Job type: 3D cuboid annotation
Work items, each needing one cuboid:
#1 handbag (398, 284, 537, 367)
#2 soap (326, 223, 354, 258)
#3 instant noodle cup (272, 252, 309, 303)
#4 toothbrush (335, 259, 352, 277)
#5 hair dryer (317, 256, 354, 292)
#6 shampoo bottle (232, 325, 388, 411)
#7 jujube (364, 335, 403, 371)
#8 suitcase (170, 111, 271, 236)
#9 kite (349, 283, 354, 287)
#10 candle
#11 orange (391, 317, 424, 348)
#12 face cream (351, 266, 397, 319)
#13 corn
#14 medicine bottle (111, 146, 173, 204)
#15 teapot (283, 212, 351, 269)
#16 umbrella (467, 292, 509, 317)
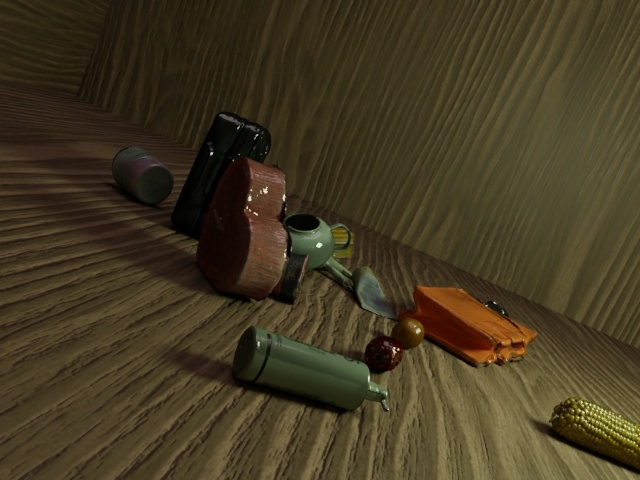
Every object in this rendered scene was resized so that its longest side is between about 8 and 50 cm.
[{"bbox_3d":[0.428,0.247,2.046,0.303,0.116,0.410,32,12,31],"label":"handbag"},{"bbox_3d":[0.000,0.000,2.340,0.257,0.080,0.160,2,22,-37],"label":"soap"},{"bbox_3d":[-0.106,0.074,1.681,0.135,0.127,0.127,16,8,4],"label":"instant noodle cup"},{"bbox_3d":[0.045,0.073,2.338,0.026,0.028,0.294,-7,27,-40],"label":"toothbrush"},{"bbox_3d":[0.058,0.099,2.177,0.199,0.067,0.167,39,9,24],"label":"hair dryer"},{"bbox_3d":[-0.007,0.215,1.150,0.262,0.085,0.085,21,9,-21],"label":"shampoo bottle"},{"bbox_3d":[0.134,0.233,1.469,0.077,0.077,0.129,26,0,15],"label":"jujube"},{"bbox_3d":[-0.275,-0.183,1.978,0.188,0.345,0.339,27,6,-4],"label":"suitcase"},{"bbox_3d":[0.139,0.153,2.172,0.125,0.008,0.222,22,9,-10],"label":"kite"},{"bbox_3d":[-0.191,-0.019,1.583,0.131,0.317,0.287,15,-29,-30],"label":"candle"},{"bbox_3d":[0.210,0.224,1.718,0.085,0.085,0.085,23,9,-4],"label":"orange"},{"bbox_3d":[0.142,0.156,2.043,0.114,0.070,0.224,21,21,-19],"label":"face cream"},{"bbox_3d":[0.638,0.423,1.551,0.310,0.102,0.101,21,9,-3],"label":"corn"},{"bbox_3d":[-0.520,-0.189,2.085,0.135,0.135,0.168,16,11,-42],"label":"medicine bottle"},{"bbox_3d":[-0.054,-0.005,2.061,0.294,0.130,0.193,-1,34,-10],"label":"teapot"},{"bbox_3d":[0.518,0.230,2.440,0.326,0.094,0.090,19,-4,-33],"label":"umbrella"}]
